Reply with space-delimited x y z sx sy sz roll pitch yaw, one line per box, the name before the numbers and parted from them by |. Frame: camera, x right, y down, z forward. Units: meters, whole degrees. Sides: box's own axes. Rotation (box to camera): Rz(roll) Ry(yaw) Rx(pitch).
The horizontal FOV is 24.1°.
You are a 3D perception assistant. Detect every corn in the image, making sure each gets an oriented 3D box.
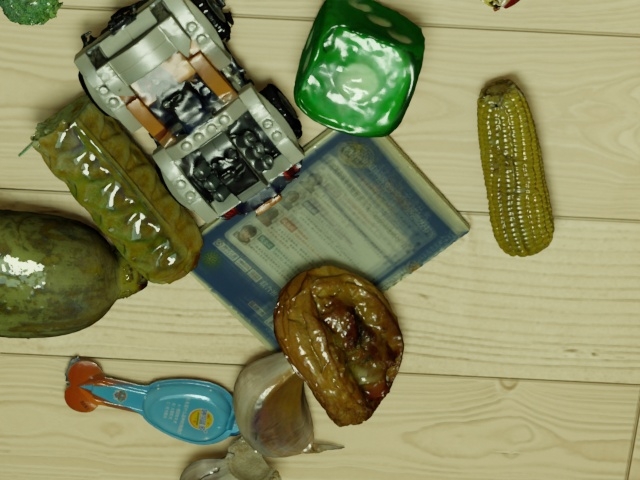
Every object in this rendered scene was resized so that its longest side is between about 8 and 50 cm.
corn | 0.236 -0.084 1.849 0.080 0.080 0.231 -11 118 7

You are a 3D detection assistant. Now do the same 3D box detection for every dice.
dice | 0.045 -0.206 1.766 0.128 0.120 0.131 17 120 -9

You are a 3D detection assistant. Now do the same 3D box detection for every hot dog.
hot dog | 0.028 0.141 1.934 0.099 0.160 0.227 10 144 44

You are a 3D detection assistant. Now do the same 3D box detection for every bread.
bread | -0.243 -0.056 1.855 0.087 0.098 0.269 -17 120 37

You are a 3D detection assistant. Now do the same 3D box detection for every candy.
candy | -0.349 -0.126 1.875 0.025 0.023 0.083 34 122 -32

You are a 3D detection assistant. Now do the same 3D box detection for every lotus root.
lotus root | -0.371 0.037 1.892 0.309 0.173 0.173 6 118 -9

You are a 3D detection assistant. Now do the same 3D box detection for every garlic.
garlic | -0.138 0.366 2.091 0.131 0.127 0.194 46 145 11
garlic | -0.048 0.236 2.025 0.128 0.090 0.198 -20 124 -3

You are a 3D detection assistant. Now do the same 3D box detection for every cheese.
cheese | -0.226 0.221 2.049 0.256 0.037 0.106 15 116 -5

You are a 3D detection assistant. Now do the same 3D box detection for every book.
book | 0.000 0.000 1.934 0.322 0.018 0.228 -36 113 18

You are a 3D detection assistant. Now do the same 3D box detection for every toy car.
toy car | -0.145 -0.158 1.800 0.193 0.118 0.301 -33 110 10

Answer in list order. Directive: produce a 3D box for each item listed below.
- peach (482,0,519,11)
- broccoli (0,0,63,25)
peach | 0.172 -0.336 1.710 0.172 0.092 0.127 10 114 9
broccoli | -0.333 -0.370 1.642 0.270 0.270 0.270 -20 121 -23
